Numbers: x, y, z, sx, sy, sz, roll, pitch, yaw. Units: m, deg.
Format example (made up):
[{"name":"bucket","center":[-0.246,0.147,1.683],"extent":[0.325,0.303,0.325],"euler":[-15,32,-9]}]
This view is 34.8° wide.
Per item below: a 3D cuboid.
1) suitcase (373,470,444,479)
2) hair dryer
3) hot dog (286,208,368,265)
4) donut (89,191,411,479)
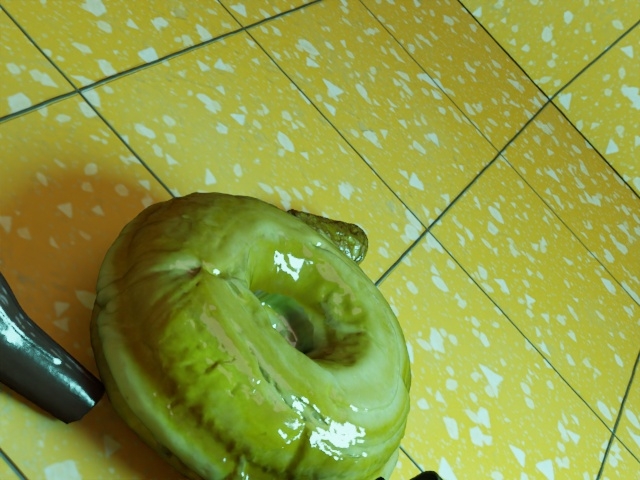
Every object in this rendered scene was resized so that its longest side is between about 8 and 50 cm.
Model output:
[{"name":"suitcase","center":[0.056,0.424,0.938],"extent":[0.194,0.283,0.434],"euler":[47,23,-17]},{"name":"hair dryer","center":[-0.377,0.142,0.944],"extent":[0.312,0.123,0.340],"euler":[47,33,-19]},{"name":"hot dog","center":[0.001,0.000,1.563],"extent":[0.147,0.065,0.099],"euler":[11,47,-27]},{"name":"donut","center":[-0.070,0.129,1.226],"extent":[0.449,0.198,0.449],"euler":[31,34,-24]}]
